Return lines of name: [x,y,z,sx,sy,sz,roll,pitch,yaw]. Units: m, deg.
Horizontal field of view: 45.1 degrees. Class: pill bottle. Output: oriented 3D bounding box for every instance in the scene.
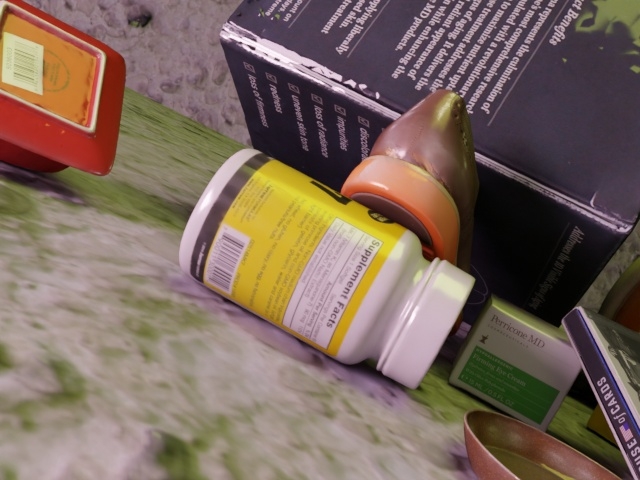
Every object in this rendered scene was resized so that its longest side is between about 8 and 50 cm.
pill bottle: [0.006,0.024,0.607,0.208,0.119,0.119,29,7,8]

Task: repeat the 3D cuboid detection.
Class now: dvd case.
dvd case: [0.309,0.172,0.637,0.179,0.030,0.239,24,34,-24]

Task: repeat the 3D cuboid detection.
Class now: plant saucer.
plant saucer: [0.164,0.169,0.508,0.168,0.029,0.168,26,6,-3]

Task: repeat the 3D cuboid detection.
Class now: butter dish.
butter dish: [-0.275,-0.126,0.704,0.159,0.118,0.160,24,49,-36]

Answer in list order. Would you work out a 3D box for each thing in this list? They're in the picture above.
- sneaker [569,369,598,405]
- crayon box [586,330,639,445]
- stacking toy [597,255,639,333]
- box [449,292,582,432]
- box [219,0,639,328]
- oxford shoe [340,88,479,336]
sneaker: [0.341,0.184,0.983,0.089,0.051,0.170,24,3,-25]
crayon box: [0.504,0.149,0.743,0.363,0.313,0.106,33,12,36]
stacking toy: [0.573,0.215,0.901,0.350,0.351,0.480,24,25,-24]
box: [0.189,0.115,0.745,0.101,0.087,0.102,29,7,10]
box: [0.176,-0.132,1.009,0.471,0.297,0.480,31,-17,15]
oxford shoe: [0.108,-0.005,0.766,0.129,0.133,0.364,26,-20,14]
